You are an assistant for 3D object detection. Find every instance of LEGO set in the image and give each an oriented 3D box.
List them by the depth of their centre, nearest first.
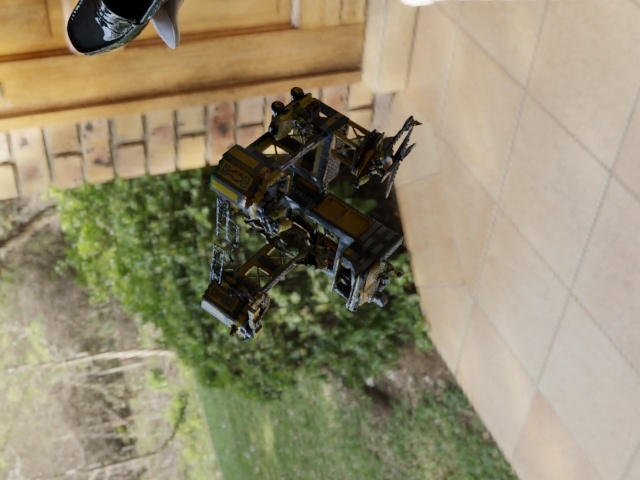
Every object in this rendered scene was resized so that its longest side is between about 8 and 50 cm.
[{"bbox_3d":[0.000,0.000,1.061,0.192,0.255,0.331,33,133,18],"label":"LEGO set"}]

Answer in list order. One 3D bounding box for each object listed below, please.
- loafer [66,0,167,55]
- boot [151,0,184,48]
[{"bbox_3d":[-0.199,-0.251,0.883,0.223,0.078,0.076,-24,103,41],"label":"loafer"},{"bbox_3d":[-0.193,-0.329,1.167,0.042,0.087,0.118,19,147,27],"label":"boot"}]
